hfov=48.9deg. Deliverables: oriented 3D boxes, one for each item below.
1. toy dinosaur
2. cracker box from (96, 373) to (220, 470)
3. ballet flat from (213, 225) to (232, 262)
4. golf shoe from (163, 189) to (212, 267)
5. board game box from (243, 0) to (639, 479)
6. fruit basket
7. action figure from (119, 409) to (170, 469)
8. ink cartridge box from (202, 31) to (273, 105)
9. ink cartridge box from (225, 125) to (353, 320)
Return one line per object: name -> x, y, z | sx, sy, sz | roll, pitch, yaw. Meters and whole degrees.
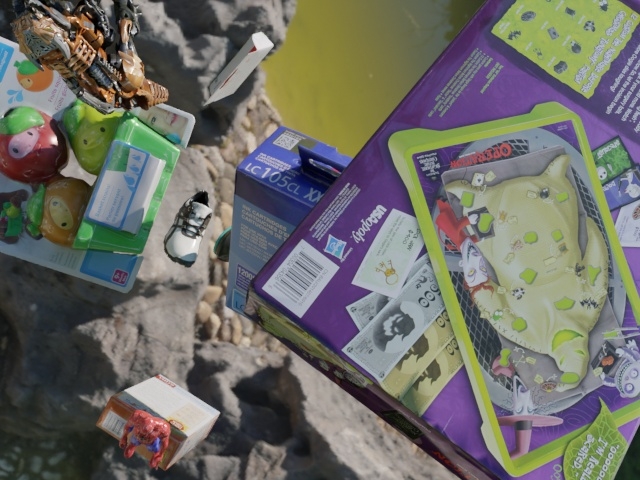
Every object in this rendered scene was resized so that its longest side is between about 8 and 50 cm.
toy dinosaur -> -0.319, -0.260, 0.989 | 0.164, 0.322, 0.219 | -17, 75, -6
cracker box -> -0.306, 0.345, 1.364 | 0.067, 0.155, 0.232 | -61, 171, 5
ballet flat -> -0.129, 0.002, 1.462 | 0.095, 0.096, 0.280 | -62, 173, 15
golf shoe -> -0.272, -0.031, 1.466 | 0.077, 0.198, 0.094 | 23, 126, -22
board game box -> 0.138, -0.029, 0.433 | 0.347, 0.208, 0.056 | -51, 170, -25
fruit basket -> -0.420, -0.119, 1.139 | 0.352, 0.165, 0.327 | 22, 87, -21
action figure -> -0.141, 0.161, 0.567 | 0.030, 0.038, 0.115 | -63, 180, -34
ink cartridge box -> -0.218, -0.431, 1.763 | 0.056, 0.181, 0.225 | 45, 23, -4
ink cartridge box -> 0.000, 0.000, 1.138 | 0.151, 0.269, 0.396 | -50, 160, -43
